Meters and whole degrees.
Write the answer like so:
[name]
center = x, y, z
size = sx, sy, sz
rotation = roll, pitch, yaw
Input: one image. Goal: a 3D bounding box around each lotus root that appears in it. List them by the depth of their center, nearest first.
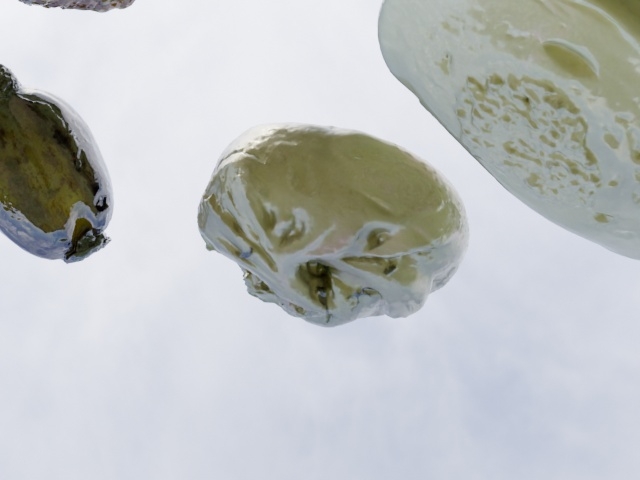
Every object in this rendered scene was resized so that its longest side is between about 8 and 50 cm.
[lotus root]
center = -0.256, -0.068, 1.049
size = 0.120, 0.120, 0.209
rotation = -33, -64, -13

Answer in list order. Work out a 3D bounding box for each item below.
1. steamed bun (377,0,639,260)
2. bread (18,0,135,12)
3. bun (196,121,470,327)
[steamed bun]
center = 0.169, -0.127, 0.694
size = 0.250, 0.155, 0.200
rotation = 39, -125, -7
[bread]
center = -0.228, -0.219, 0.796
size = 0.233, 0.105, 0.076
rotation = 36, -92, -22
[bun]
center = 0.000, 0.000, 0.948
size = 0.210, 0.237, 0.116
rotation = 33, -124, -19
